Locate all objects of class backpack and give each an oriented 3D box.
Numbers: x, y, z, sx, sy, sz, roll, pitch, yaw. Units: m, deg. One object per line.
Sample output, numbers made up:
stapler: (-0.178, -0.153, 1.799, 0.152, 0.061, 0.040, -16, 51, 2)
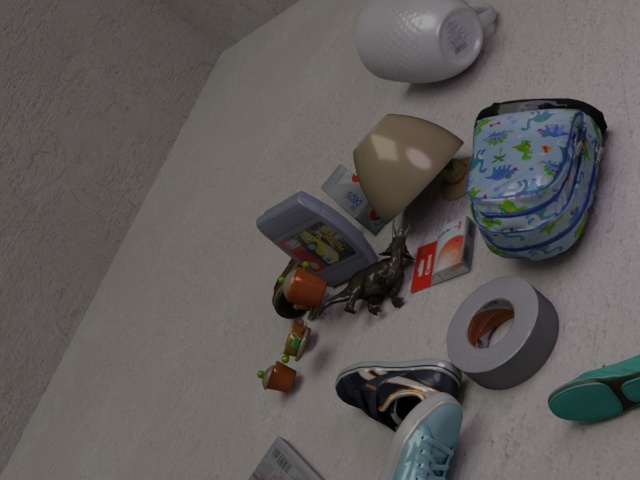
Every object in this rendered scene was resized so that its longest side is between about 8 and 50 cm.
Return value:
backpack: (0.430, -0.129, 1.692, 0.290, 0.273, 0.356, 1, 68, 27)

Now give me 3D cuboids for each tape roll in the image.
tape roll: (0.354, 0.180, 1.607, 0.219, 0.072, 0.219, -36, 32, 27)

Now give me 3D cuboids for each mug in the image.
mug: (0.343, -0.616, 2.398, 0.374, 0.276, 0.328, -28, 26, -22)

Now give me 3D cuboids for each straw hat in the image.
straw hat: (0.336, -0.174, 2.062, 0.144, 0.061, 0.144, -36, 31, 26)

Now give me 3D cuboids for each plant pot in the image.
plant pot: (0.194, -0.207, 2.059, 0.284, 0.191, 0.284, -47, 1, 1)

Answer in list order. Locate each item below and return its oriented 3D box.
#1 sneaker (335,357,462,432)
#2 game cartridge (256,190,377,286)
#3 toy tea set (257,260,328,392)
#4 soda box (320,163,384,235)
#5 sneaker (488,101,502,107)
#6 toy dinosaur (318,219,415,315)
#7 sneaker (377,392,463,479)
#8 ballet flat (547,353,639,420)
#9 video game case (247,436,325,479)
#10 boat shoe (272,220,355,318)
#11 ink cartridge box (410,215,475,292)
sneaker: (0.139, 0.328, 1.700, 0.321, 0.126, 0.127, -18, 37, 45)
game cartridge: (0.000, 0.000, 2.113, 0.196, 0.294, 0.060, -30, 32, 36)
toy tea set: (-0.085, 0.219, 2.095, 0.200, 0.124, 0.336, 107, -177, -62)
soda box: (0.103, -0.120, 2.317, 0.098, 0.091, 0.286, -49, 28, 4)
sneaker: (0.424, -0.200, 1.946, 0.108, 0.100, 0.272, 119, 164, -52)
toy dinosaur: (0.131, 0.107, 2.019, 0.313, 0.121, 0.160, -44, 16, 27)
sneaker: (0.186, 0.463, 1.487, 0.150, 0.135, 0.366, 22, 85, 54)
ballet flat: (0.495, 0.234, 1.343, 0.247, 0.083, 0.087, -27, 12, 39)
video game case: (-0.105, 0.629, 1.812, 0.300, 0.036, 0.329, -55, 29, -6)
boat shoe: (-0.033, 0.064, 2.280, 0.324, 0.122, 0.120, -51, 24, 0)
ink cartridge box: (0.278, 0.032, 1.927, 0.179, 0.045, 0.145, -23, 39, 39)
